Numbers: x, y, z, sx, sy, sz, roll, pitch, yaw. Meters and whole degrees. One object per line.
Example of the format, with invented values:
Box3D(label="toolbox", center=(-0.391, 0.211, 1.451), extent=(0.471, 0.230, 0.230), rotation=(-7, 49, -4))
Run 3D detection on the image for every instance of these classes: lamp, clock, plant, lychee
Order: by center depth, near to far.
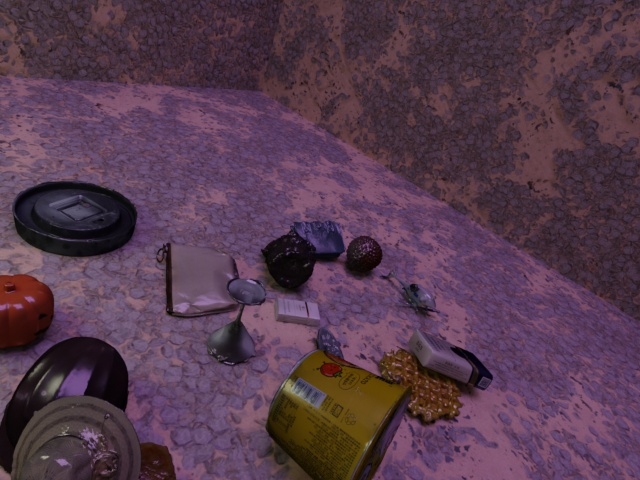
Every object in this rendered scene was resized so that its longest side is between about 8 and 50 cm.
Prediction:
Box3D(label="lamp", center=(-0.772, 0.167, 1.062), extent=(0.188, 0.163, 0.187), rotation=(14, 33, -9))
Box3D(label="clock", center=(-0.856, -0.085, 1.501), extent=(0.387, 0.076, 0.386), rotation=(16, 31, -10))
Box3D(label="plant", center=(-0.117, 0.068, 1.637), extent=(0.178, 0.204, 0.234), rotation=(55, 7, -21))
Box3D(label="lychee", center=(0.195, 0.056, 1.871), extent=(0.165, 0.165, 0.197), rotation=(30, 43, 13))

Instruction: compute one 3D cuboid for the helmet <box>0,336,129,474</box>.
Box3D(label="helmet", center=(-0.544, 0.339, 0.926), extent=(0.225, 0.177, 0.305), rotation=(18, 29, -11))

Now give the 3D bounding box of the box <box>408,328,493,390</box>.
Box3D(label="box", center=(0.451, 0.414, 1.481), extent=(0.259, 0.071, 0.168), rotation=(23, 11, -14))

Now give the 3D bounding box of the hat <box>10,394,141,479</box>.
Box3D(label="hat", center=(-0.465, 0.416, 0.760), extent=(0.252, 0.251, 0.110), rotation=(22, -6, 1))

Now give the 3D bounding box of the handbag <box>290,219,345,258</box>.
Box3D(label="handbag", center=(-0.010, -0.011, 1.861), extent=(0.229, 0.062, 0.179), rotation=(1, 65, -26))

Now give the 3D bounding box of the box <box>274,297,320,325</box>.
Box3D(label="box", center=(-0.082, 0.251, 1.499), extent=(0.155, 0.040, 0.084), rotation=(12, 29, -18))

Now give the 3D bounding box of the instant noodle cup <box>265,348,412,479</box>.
Box3D(label="instant noodle cup", center=(0.039, 0.436, 1.038), extent=(0.254, 0.325, 0.326), rotation=(25, 29, 25))

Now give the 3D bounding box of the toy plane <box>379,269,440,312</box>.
Box3D(label="toy plane", center=(0.392, 0.205, 1.820), extent=(0.182, 0.107, 0.273), rotation=(12, 27, -26))

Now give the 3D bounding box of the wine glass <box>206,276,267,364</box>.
Box3D(label="wine glass", center=(-0.238, 0.229, 1.240), extent=(0.156, 0.232, 0.156), rotation=(16, 30, -10))

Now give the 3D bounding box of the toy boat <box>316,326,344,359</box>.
Box3D(label="toy boat", center=(0.040, 0.371, 1.338), extent=(0.078, 0.085, 0.260), rotation=(8, 33, -22))

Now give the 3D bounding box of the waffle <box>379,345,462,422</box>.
Box3D(label="waffle", center=(0.330, 0.471, 1.398), extent=(0.262, 0.060, 0.280), rotation=(-1, 38, -39))

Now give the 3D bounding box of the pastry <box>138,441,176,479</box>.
Box3D(label="pastry", center=(-0.375, 0.491, 0.880), extent=(0.154, 0.081, 0.153), rotation=(13, 33, -8))

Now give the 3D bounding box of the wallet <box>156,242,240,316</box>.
Box3D(label="wallet", center=(-0.413, 0.129, 1.463), extent=(0.275, 0.068, 0.335), rotation=(2, 42, -25))
